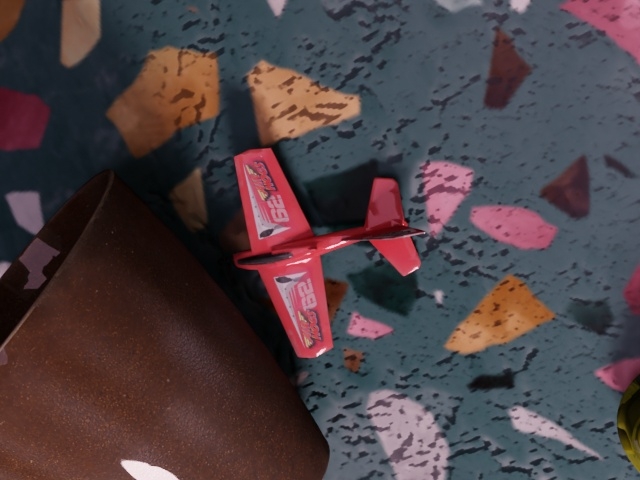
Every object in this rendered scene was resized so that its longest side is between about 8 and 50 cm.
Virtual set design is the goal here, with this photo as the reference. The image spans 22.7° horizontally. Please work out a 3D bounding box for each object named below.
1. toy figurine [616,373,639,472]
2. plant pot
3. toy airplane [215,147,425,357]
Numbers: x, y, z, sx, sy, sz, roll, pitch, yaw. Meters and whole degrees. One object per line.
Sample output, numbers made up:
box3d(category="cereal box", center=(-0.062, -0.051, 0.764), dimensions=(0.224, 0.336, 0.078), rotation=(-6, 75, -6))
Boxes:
box3d(category="toy figurine", center=(0.338, 0.198, 0.900), dimensions=(0.362, 0.217, 0.191), rotation=(37, 117, 2))
box3d(category="plant pot", center=(-0.114, 0.108, 1.043), dimensions=(0.230, 0.215, 0.215), rotation=(39, 118, -14))
box3d(category="toy airplane", center=(0.000, 0.000, 1.044), dimensions=(0.151, 0.028, 0.151), rotation=(7, 114, 16))
